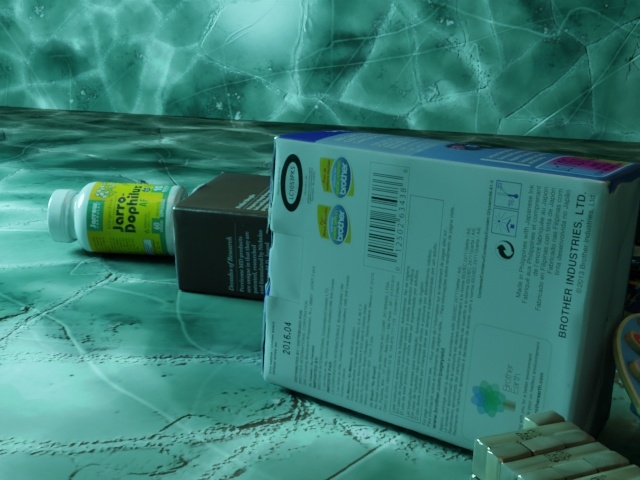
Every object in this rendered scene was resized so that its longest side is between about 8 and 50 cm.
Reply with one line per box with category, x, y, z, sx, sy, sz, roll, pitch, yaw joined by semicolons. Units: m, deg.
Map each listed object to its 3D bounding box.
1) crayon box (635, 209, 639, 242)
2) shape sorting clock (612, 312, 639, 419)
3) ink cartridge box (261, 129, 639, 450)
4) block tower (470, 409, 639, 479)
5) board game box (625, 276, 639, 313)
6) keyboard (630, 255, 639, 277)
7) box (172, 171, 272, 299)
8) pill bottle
crayon box;0.745;-0.058;1.545;0.363;0.106;0.313;-11;21;-38
shape sorting clock;0.342;0.145;0.693;0.206;0.040;0.206;25;38;-21
ink cartridge box;0.091;0.033;0.802;0.396;0.269;0.151;11;14;30
block tower;0.213;0.220;0.475;0.097;0.090;0.335;-4;16;-24
board game box;0.544;0.069;1.165;0.243;0.042;0.165;-9;19;-34
keyboard;0.436;0.041;1.135;0.180;0.023;0.108;-1;9;-6
box;0.000;0.000;1.150;0.382;0.143;0.191;8;22;14
pill bottle;-0.326;-0.036;1.294;0.209;0.117;0.117;3;15;2
